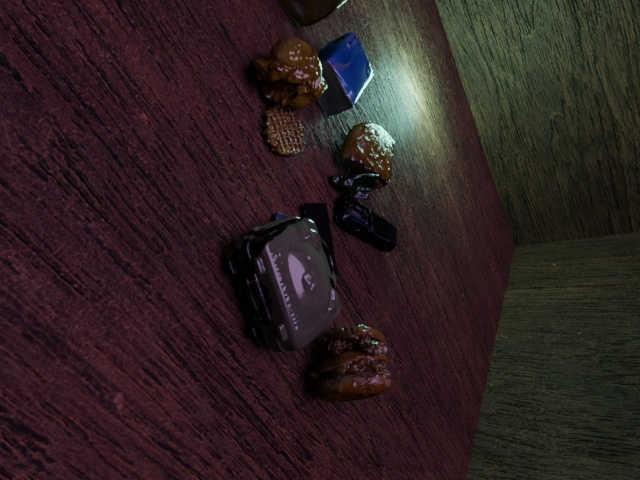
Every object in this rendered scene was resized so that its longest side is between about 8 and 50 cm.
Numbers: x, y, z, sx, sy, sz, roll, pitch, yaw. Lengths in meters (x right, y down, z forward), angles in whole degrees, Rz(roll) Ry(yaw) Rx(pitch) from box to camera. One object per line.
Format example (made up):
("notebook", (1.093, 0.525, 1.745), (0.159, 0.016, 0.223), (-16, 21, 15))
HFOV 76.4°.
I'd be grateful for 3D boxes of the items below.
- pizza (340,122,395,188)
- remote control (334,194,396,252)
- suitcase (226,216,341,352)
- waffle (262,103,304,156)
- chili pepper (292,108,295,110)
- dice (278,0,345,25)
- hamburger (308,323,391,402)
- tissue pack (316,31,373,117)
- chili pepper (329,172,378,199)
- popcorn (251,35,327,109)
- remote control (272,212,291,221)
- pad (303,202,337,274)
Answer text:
("pizza", (0.207, -0.351, 1.671), (0.409, 0.114, 0.278), (-39, 113, -47))
("remote control", (0.197, -0.066, 1.639), (0.399, 0.062, 0.145), (23, 64, -46))
("suitcase", (-0.070, 0.104, 1.164), (0.339, 0.194, 0.352), (-28, 104, -53))
("waffle", (-0.119, -0.356, 1.325), (0.191, 0.038, 0.191), (14, 72, -50))
("chili pepper", (-0.101, -0.487, 1.393), (0.030, 0.017, 0.083), (-10, 90, -53))
("dice", (-0.024, -0.925, 1.411), (0.238, 0.233, 0.227), (47, 48, -36))
("hamburger", (0.089, 0.397, 1.286), (0.245, 0.260, 0.211), (101, -13, -58))
("tissue pack", (0.074, -0.632, 1.540), (0.198, 0.146, 0.263), (54, 45, -30))
("chili pepper", (0.134, -0.220, 1.547), (0.216, 0.062, 0.108), (7, 114, -29))
("popcorn", (-0.089, -0.530, 1.277), (0.253, 0.190, 0.191), (-21, 76, -48))
("remote control", (-0.097, -0.053, 1.298), (0.152, 0.027, 0.043), (23, 59, -49))
("pad", (0.000, 0.000, 1.414), (0.159, 0.009, 0.265), (-8, 89, -59))
